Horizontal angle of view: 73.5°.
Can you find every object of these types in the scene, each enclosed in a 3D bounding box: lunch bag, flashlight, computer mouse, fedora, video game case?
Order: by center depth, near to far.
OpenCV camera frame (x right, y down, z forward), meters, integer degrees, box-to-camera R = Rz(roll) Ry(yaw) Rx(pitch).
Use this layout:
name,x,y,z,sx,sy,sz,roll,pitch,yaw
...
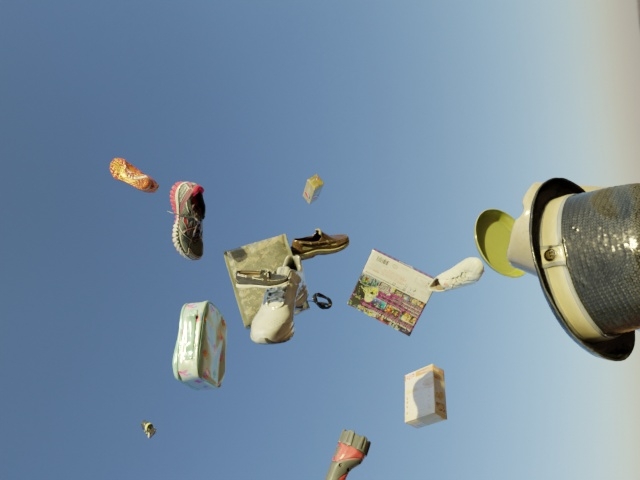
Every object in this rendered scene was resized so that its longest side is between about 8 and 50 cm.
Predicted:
name,x,y,z,sx,sy,sz,roll,pitch,yaw
fedora,0.499,0.024,0.713,0.333,0.152,0.334,12,-114,-29
flashlight,0.058,0.744,1.306,0.304,0.103,0.103,-64,-38,-31
video game case,0.233,0.168,1.402,0.210,0.232,0.042,-67,-11,14
computer mouse,-0.045,0.199,1.404,0.242,0.041,0.071,8,-112,-43
lunch bag,-0.405,0.350,1.454,0.224,0.107,0.279,66,-163,-57
lunch bag,-0.183,0.153,1.504,0.169,0.235,0.287,89,163,-71

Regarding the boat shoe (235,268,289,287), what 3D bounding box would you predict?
name,x,y,z,sx,sy,sz,roll,pitch,yaw
boat shoe,-0.133,0.084,0.973,0.046,0.125,0.038,-53,-41,-72

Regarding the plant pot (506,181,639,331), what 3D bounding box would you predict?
name,x,y,z,sx,sy,sz,roll,pitch,yaw
plant pot,0.629,-0.001,1.009,0.333,0.305,0.334,-33,-47,-45

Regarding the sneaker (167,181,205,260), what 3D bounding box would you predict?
name,x,y,z,sx,sy,sz,roll,pitch,yaw
sneaker,-0.479,-0.066,1.589,0.121,0.111,0.300,-36,-53,-57

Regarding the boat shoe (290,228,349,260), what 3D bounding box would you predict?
name,x,y,z,sx,sy,sz,roll,pitch,yaw
boat shoe,0.004,0.002,1.652,0.257,0.095,0.095,-16,-65,-31

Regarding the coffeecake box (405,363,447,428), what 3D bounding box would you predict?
name,x,y,z,sx,sy,sz,roll,pitch,yaw
coffeecake box,0.382,0.569,1.569,0.068,0.142,0.186,33,-138,-21

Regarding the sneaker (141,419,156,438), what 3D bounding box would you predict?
name,x,y,z,sx,sy,sz,roll,pitch,yaw
sneaker,-0.538,0.587,1.341,0.031,0.035,0.083,-42,-29,-42

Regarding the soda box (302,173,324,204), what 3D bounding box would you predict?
name,x,y,z,sx,sy,sz,roll,pitch,yaw
soda box,-0.036,-0.244,2.065,0.058,0.181,0.061,-34,-99,-18

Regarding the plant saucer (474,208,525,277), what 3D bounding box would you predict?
name,x,y,z,sx,sy,sz,roll,pitch,yaw
plant saucer,0.591,0.012,1.410,0.240,0.037,0.241,11,-116,-22

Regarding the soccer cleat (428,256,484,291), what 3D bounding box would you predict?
name,x,y,z,sx,sy,sz,roll,pitch,yaw
soccer cleat,0.367,0.102,1.165,0.076,0.196,0.068,-15,-107,-24

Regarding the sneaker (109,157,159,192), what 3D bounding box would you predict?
name,x,y,z,sx,sy,sz,roll,pitch,yaw
sneaker,-0.561,-0.189,1.283,0.064,0.175,0.067,-55,-17,-2

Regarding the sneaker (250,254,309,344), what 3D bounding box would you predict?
name,x,y,z,sx,sy,sz,roll,pitch,yaw
sneaker,-0.104,0.140,1.054,0.297,0.110,0.130,-71,-19,-62
